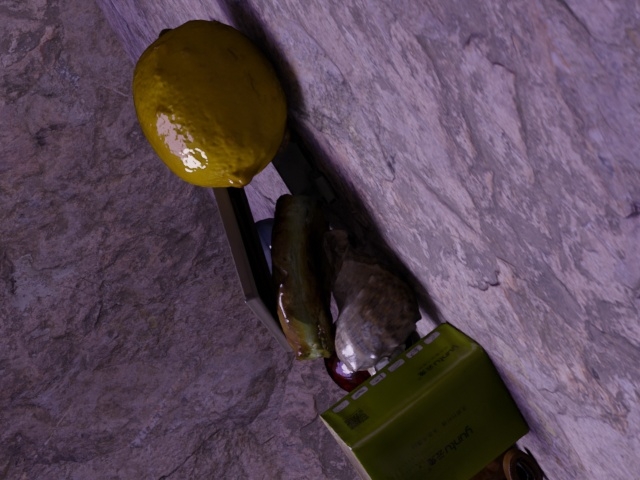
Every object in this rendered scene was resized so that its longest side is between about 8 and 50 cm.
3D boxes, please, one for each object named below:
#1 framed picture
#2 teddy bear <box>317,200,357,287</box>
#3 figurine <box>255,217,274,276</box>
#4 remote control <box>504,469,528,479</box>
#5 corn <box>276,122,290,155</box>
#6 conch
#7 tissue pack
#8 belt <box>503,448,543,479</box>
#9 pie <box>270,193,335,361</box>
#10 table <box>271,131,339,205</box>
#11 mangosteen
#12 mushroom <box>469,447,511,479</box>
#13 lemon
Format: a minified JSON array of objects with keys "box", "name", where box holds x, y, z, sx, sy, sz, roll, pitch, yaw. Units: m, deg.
[{"box":[-0.152,-0.031,1.873,0.326,0.028,0.446,66,-176,-65],"name":"framed picture"},{"box":[-0.018,0.001,2.054,0.251,0.129,0.182,-131,45,-58],"name":"teddy bear"},{"box":[-0.119,0.064,2.788,0.175,0.197,0.265,-11,112,54],"name":"figurine"},{"box":[0.401,0.520,1.992,0.145,0.062,0.399,54,172,0],"name":"remote control"},{"box":[-0.144,-0.253,1.880,0.313,0.102,0.102,42,165,44],"name":"corn"},{"box":[0.100,0.117,1.792,0.210,0.158,0.292,9,-109,-80],"name":"conch"},{"box":[0.176,0.309,1.673,0.200,0.274,0.167,59,170,-23],"name":"tissue pack"},{"box":[0.365,0.419,1.796,0.083,0.059,0.036,55,171,-10],"name":"belt"},{"box":[-0.032,0.076,1.833,0.355,0.102,0.289,72,-167,-69],"name":"pie"},{"box":[-0.049,-0.136,1.914,0.146,0.062,0.175,58,173,-22],"name":"table"},{"box":[0.105,0.237,2.087,0.210,0.209,0.210,53,172,11],"name":"mangosteen"},{"box":[0.233,0.386,1.955,0.283,0.195,0.263,52,177,19],"name":"mushroom"},{"box":[-0.181,-0.224,1.649,0.284,0.260,0.260,50,171,30],"name":"lemon"}]
